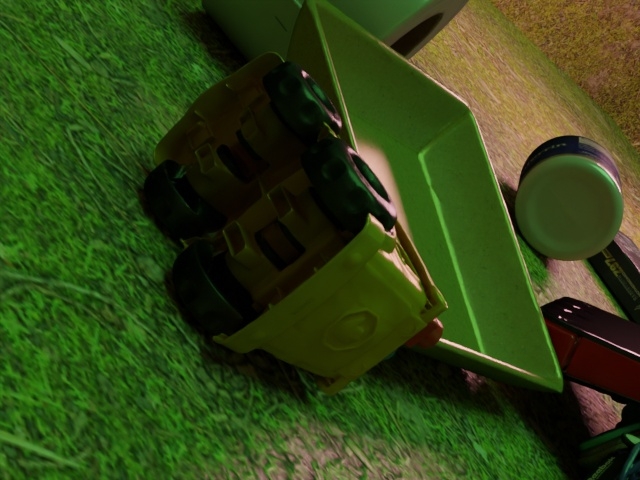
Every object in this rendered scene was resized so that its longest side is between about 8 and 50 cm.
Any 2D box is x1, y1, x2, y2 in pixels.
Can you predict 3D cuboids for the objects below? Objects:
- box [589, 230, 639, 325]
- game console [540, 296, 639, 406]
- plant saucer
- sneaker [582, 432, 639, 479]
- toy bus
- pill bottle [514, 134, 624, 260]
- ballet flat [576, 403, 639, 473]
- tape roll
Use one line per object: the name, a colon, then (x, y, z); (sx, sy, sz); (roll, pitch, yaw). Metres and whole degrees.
box: (0.524, 0.076, 2.338); (0.183, 0.059, 0.233); (24, 30, -55)
game console: (0.386, 0.154, 1.540); (0.342, 0.060, 0.386); (25, 7, 14)
plant saucer: (0.083, -0.021, 1.311); (0.333, 0.081, 0.333); (24, 45, -55)
sneaker: (0.320, 0.251, 1.265); (0.182, 0.127, 0.315); (34, -21, 13)
toy bus: (0.000, 0.000, 1.039); (0.211, 0.149, 0.220); (36, 20, -44)
pill bottle: (0.368, -0.072, 2.102); (0.153, 0.153, 0.265); (49, 16, -4)
ballet flat: (0.356, 0.242, 1.526); (0.342, 0.116, 0.124); (2, 69, -73)
tape roll: (0.022, -0.254, 1.466); (0.169, 0.246, 0.246); (51, 17, 4)
